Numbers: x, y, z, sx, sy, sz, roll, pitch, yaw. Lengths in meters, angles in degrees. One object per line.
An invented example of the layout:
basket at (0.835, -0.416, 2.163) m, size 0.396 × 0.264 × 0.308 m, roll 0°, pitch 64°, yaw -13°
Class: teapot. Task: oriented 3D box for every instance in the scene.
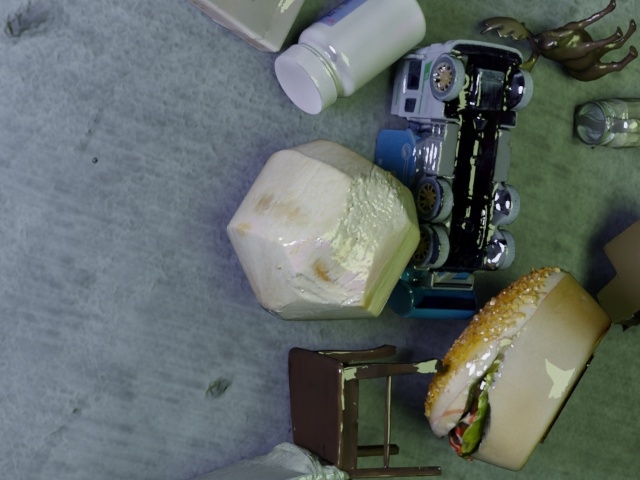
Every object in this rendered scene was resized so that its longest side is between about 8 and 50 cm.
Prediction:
teapot at (0.482, -0.173, 2.109) m, size 0.200 × 0.107 × 0.077 m, roll -4°, pitch 103°, yaw -32°

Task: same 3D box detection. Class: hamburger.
hamburger at (0.264, 0.169, 1.927) m, size 0.170 × 0.302 × 0.302 m, roll 32°, pitch 77°, yaw 11°

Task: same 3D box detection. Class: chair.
chair at (-0.014, 0.235, 1.817) m, size 0.319 × 0.160 × 0.186 m, roll -3°, pitch 96°, yaw -25°

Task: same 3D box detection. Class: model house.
model house at (0.534, 0.071, 2.180) m, size 0.176 × 0.181 × 0.248 m, roll -38°, pitch 156°, yaw 21°

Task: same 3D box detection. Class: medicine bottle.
medicine bottle at (0.038, -0.248, 1.809) m, size 0.186 × 0.102 × 0.103 m, roll -39°, pitch 117°, yaw -21°

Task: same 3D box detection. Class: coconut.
coconut at (0.003, 0.002, 1.763) m, size 0.241 × 0.241 × 0.241 m, roll -6°, pitch 101°, yaw -32°

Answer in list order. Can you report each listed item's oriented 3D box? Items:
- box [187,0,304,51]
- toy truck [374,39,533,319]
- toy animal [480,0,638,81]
box at (-0.148, -0.402, 1.692) m, size 0.365 × 0.051 × 0.205 m, roll 31°, pitch 80°, yaw -33°
toy truck at (0.163, -0.080, 1.875) m, size 0.146 × 0.175 × 0.367 m, roll 5°, pitch 96°, yaw -35°
toy animal at (0.340, -0.270, 2.001) m, size 0.214 × 0.186 × 0.094 m, roll 26°, pitch 52°, yaw -54°
